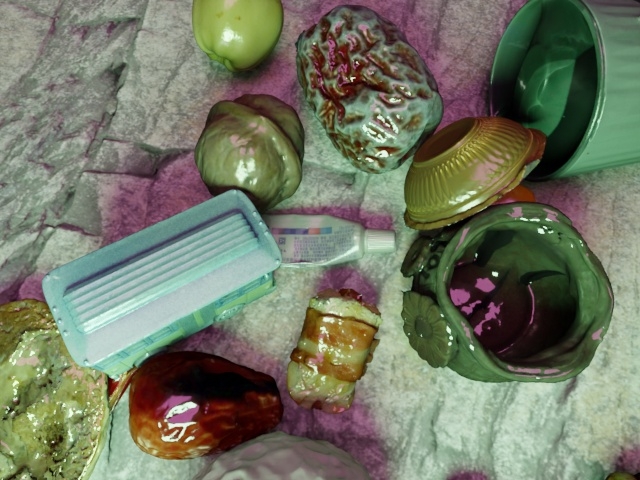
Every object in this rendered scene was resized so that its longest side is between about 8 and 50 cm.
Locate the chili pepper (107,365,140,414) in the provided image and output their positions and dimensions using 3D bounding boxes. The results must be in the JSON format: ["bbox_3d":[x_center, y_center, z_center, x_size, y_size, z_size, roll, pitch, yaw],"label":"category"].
[{"bbox_3d":[-0.326,0.197,0.772,0.059,0.050,0.268,27,75,-21],"label":"chili pepper"}]

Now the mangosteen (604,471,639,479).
[{"bbox_3d":[0.496,0.434,0.657,0.199,0.200,0.200,0,73,-1],"label":"mangosteen"}]

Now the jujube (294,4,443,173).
[{"bbox_3d":[0.085,-0.283,0.840,0.226,0.226,0.317,-32,75,-10],"label":"jujube"}]

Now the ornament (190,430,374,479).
[{"bbox_3d":[-0.051,0.428,0.567,0.336,0.337,0.338,0,73,-1],"label":"ornament"}]

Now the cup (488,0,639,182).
[{"bbox_3d":[0.533,-0.320,0.816,0.391,0.310,0.402,-6,75,-8],"label":"cup"}]

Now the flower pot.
[{"bbox_3d":[0.278,0.088,0.726,0.301,0.213,0.302,0,73,-2],"label":"flower pot"}]

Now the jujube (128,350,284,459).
[{"bbox_3d":[-0.177,0.253,0.702,0.236,0.168,0.168,3,72,-19],"label":"jujube"}]

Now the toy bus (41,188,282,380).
[{"bbox_3d":[-0.227,0.071,0.704,0.312,0.190,0.152,-28,73,-19],"label":"toy bus"}]

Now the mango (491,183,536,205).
[{"bbox_3d":[0.311,-0.072,0.846,0.183,0.085,0.102,9,77,13],"label":"mango"}]

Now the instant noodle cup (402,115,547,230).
[{"bbox_3d":[0.232,-0.137,0.763,0.274,0.274,0.091,-45,108,-13],"label":"instant noodle cup"}]

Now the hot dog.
[{"bbox_3d":[0.020,0.183,0.757,0.146,0.103,0.213,28,83,-14],"label":"hot dog"}]

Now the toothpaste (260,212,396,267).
[{"bbox_3d":[0.000,0.001,0.834,0.282,0.069,0.099,0,42,9],"label":"toothpaste"}]

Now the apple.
[{"bbox_3d":[-0.169,-0.450,0.904,0.199,0.200,0.200,0,73,-1],"label":"apple"}]

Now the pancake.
[{"bbox_3d":[-0.516,0.287,0.717,0.386,0.082,0.388,-1,77,5],"label":"pancake"}]

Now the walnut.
[{"bbox_3d":[-0.122,-0.156,0.794,0.224,0.224,0.225,0,73,-1],"label":"walnut"}]
